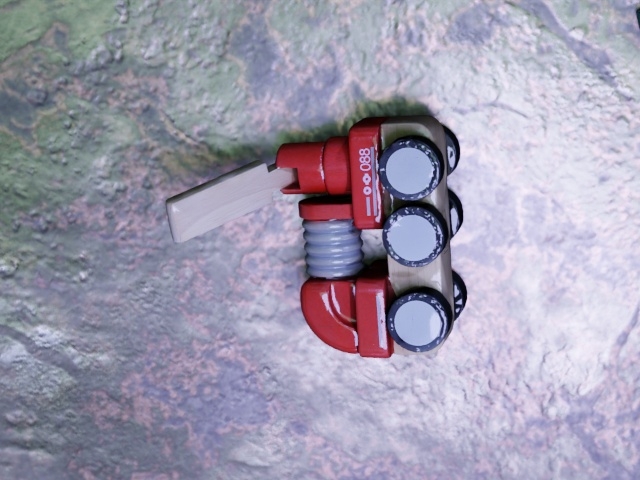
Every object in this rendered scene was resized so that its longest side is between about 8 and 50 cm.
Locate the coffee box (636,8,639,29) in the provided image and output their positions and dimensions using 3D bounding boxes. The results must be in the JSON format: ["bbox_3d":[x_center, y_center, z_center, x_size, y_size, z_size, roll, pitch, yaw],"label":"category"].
[{"bbox_3d":[0.368,-0.140,1.632,0.113,0.040,0.184,-14,101,5],"label":"coffee box"}]

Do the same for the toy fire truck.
[{"bbox_3d":[0.000,0.000,1.633,0.246,0.158,0.217,-1,102,15],"label":"toy fire truck"}]
